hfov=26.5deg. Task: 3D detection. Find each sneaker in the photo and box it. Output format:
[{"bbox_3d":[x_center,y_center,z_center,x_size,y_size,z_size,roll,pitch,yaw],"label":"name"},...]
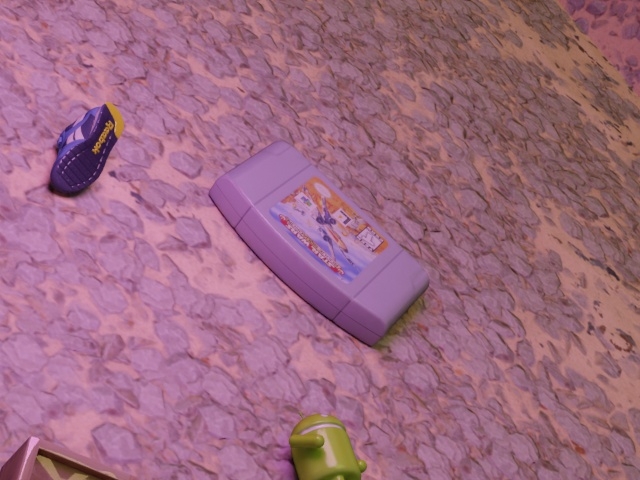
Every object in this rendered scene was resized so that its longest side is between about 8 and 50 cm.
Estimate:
[{"bbox_3d":[-0.290,-0.107,1.639,0.053,0.059,0.144,60,39,-30],"label":"sneaker"}]

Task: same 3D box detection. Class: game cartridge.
[{"bbox_3d":[0.000,0.000,1.807,0.297,0.062,0.198,43,28,4],"label":"game cartridge"}]

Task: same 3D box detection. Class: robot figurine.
[{"bbox_3d":[0.005,0.241,1.497,0.101,0.067,0.115,34,27,-44],"label":"robot figurine"}]

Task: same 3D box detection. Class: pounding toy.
[{"bbox_3d":[-0.232,0.252,1.229,0.130,0.100,0.141,27,45,-20],"label":"pounding toy"}]
